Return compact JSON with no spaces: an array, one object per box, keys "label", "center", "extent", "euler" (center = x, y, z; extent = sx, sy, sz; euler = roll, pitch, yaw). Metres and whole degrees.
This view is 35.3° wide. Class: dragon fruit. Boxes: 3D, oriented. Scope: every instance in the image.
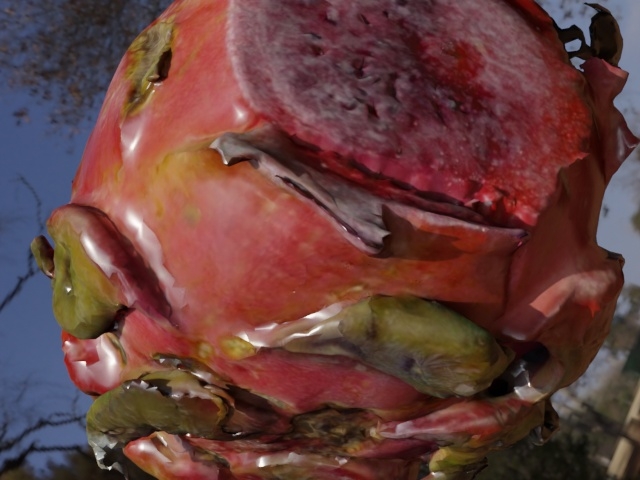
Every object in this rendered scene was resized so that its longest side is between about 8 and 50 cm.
[{"label":"dragon fruit","center":[0.000,0.000,0.496],"extent":[0.291,0.250,0.269],"euler":[112,171,-55]}]
